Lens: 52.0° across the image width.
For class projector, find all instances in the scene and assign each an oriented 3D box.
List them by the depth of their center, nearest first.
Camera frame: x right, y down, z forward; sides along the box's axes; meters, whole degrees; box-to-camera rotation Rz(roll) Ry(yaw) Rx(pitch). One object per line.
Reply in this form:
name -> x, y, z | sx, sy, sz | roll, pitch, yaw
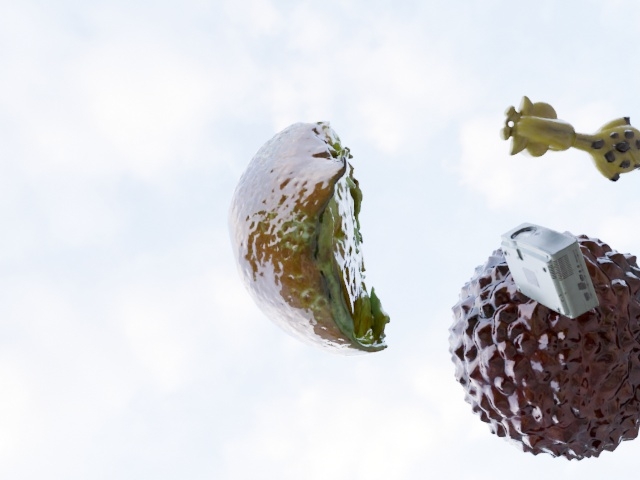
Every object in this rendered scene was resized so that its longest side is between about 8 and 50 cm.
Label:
projector -> 0.342, 0.043, 0.999 | 0.061, 0.147, 0.115 | -26, -74, -8

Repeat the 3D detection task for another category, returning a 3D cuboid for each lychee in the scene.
lychee -> 0.452, 0.212, 1.256 | 0.425, 0.424, 0.499 | -28, -44, -17

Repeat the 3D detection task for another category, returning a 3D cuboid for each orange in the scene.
orange -> -0.009, 0.004, 0.846 | 0.196, 0.334, 0.262 | -28, -51, 9

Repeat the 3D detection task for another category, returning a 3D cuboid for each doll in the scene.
doll -> 0.446, -0.174, 1.144 | 0.291, 0.086, 0.117 | 9, -90, -11
